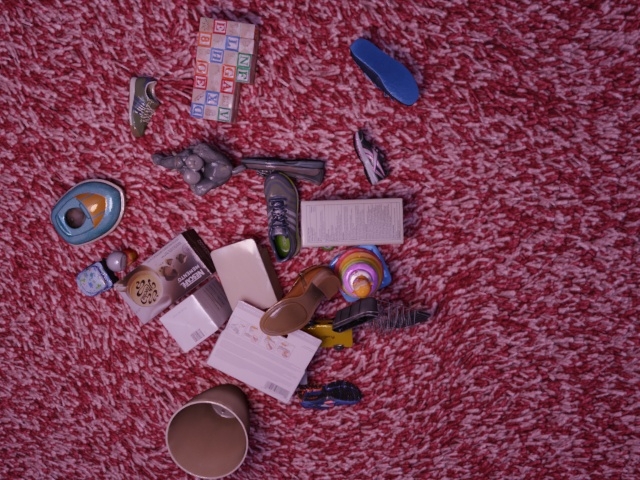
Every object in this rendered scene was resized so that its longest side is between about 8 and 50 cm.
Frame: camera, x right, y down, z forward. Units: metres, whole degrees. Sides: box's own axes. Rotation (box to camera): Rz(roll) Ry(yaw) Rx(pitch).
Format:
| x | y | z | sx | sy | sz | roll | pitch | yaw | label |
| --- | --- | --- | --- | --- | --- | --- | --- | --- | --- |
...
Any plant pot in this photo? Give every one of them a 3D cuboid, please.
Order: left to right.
| x | y | z | sx | sy | sz | roll | pitch | yaw | label |
| --- | --- | --- | --- | --- | --- | --- | --- | --- | --- |
| -0.334 | 0.586 | 1.782 | 0.256 | 0.274 | 0.256 | 1 | 99 | 5 | plant pot |

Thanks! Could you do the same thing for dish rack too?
| x | y | z | sx | sy | sz | roll | pitch | yaw | label |
| --- | --- | --- | --- | --- | --- | --- | --- | --- | --- |
| 0.197 | 0.249 | 1.691 | 0.271 | 0.208 | 0.074 | 17 | 62 | -27 | dish rack |

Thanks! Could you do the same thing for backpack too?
| x | y | z | sx | sy | sz | roll | pitch | yaw | label |
| --- | --- | --- | --- | --- | --- | --- | --- | --- | --- |
| -0.763 | 0.133 | 1.842 | 0.114 | 0.084 | 0.105 | -29 | 94 | 12 | backpack |

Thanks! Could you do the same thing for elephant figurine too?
| x | y | z | sx | sy | sz | roll | pitch | yaw | label |
| --- | --- | --- | --- | --- | --- | --- | --- | --- | --- |
| -0.391 | -0.244 | 1.724 | 0.169 | 0.239 | 0.186 | -50 | 124 | -9 | elephant figurine |

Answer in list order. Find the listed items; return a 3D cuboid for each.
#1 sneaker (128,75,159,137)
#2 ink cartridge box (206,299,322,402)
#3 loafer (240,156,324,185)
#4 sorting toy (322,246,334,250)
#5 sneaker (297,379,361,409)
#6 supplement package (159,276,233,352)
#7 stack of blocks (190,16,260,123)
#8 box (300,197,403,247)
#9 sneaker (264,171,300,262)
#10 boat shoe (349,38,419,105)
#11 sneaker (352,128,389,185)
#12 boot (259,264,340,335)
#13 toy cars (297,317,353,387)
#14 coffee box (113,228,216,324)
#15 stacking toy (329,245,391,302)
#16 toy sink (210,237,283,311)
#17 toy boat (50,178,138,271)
| x | y | z | sx | sy | sz | roll | pitch | yaw | label |
| --- | --- | --- | --- | --- | --- | --- | --- | --- | --- |
| -0.559 | -0.427 | 1.739 | 0.086 | 0.064 | 0.192 | 2 | 96 | 10 | sneaker |
| -0.178 | 0.347 | 1.745 | 0.296 | 0.066 | 0.261 | 27 | 106 | -3 | ink cartridge box |
| -0.122 | -0.217 | 1.725 | 0.267 | 0.096 | 0.084 | 3 | 106 | 3 | loafer |
| 0.000 | 0.000 | 1.773 | 0.102 | 0.042 | 0.061 | 39 | 100 | -2 | sorting toy |
| 0.030 | 0.530 | 1.847 | 0.221 | 0.083 | 0.087 | 2 | 135 | -4 | sneaker |
| -0.381 | 0.230 | 1.742 | 0.139 | 0.244 | 0.134 | -36 | 94 | 10 | supplement package |
| -0.294 | -0.519 | 1.689 | 0.171 | 0.087 | 0.297 | 10 | 100 | 3 | stack of blocks |
| 0.094 | -0.057 | 1.692 | 0.311 | 0.121 | 0.148 | -1 | 93 | -1 | box |
| -0.119 | -0.066 | 1.708 | 0.111 | 0.121 | 0.300 | -7 | 110 | 6 | sneaker |
| 0.199 | -0.510 | 1.652 | 0.109 | 0.089 | 0.258 | -41 | 89 | -3 | boat shoe |
| 0.160 | -0.267 | 1.710 | 0.077 | 0.072 | 0.178 | -24 | 105 | -3 | sneaker |
| -0.079 | 0.173 | 1.693 | 0.283 | 0.220 | 0.109 | -41 | 106 | -7 | boot |
| -0.060 | 0.369 | 1.821 | 0.393 | 0.087 | 0.176 | -42 | 97 | 14 | toy cars |
| -0.500 | 0.116 | 1.797 | 0.297 | 0.119 | 0.168 | -35 | 94 | 10 | coffee box |
| 0.120 | 0.118 | 1.648 | 0.175 | 0.302 | 0.166 | -27 | 96 | 6 | stacking toy |
| -0.235 | 0.105 | 1.767 | 0.152 | 0.131 | 0.234 | -19 | 102 | 8 | toy sink |
| -0.720 | -0.042 | 1.776 | 0.267 | 0.148 | 0.318 | -36 | 94 | 9 | toy boat |
